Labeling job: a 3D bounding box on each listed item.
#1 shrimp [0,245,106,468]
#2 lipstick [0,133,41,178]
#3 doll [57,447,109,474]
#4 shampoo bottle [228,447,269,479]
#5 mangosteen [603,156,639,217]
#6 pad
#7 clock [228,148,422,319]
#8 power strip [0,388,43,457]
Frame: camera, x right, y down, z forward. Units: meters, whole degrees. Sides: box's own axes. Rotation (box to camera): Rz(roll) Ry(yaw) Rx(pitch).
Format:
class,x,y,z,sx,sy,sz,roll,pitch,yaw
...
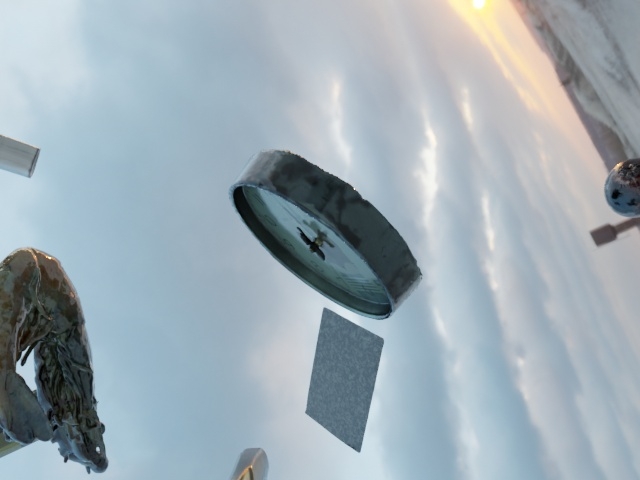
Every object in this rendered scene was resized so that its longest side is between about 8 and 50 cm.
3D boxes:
class,x,y,z,sx,sy,sz,roll,pitch,yaw
shrimp,-0.311,0.153,0.621,0.178,0.075,0.289,-71,-20,-80
lipstick,-0.390,-0.111,0.607,0.141,0.040,0.040,20,-136,-23
doll,-0.372,0.336,0.856,0.037,0.027,0.125,58,176,39
shampoo bottle,-0.172,0.569,1.214,0.350,0.084,0.126,80,-172,-87
mangosteen,0.405,-0.064,0.699,0.081,0.081,0.081,40,-146,-35
pad,0.040,0.260,1.028,0.003,0.158,0.235,-4,-71,-44
clock,0.000,0.000,0.838,0.325,0.325,0.067,47,-110,-24
power strip,-0.429,0.257,0.775,0.168,0.028,0.076,-22,-127,-23
